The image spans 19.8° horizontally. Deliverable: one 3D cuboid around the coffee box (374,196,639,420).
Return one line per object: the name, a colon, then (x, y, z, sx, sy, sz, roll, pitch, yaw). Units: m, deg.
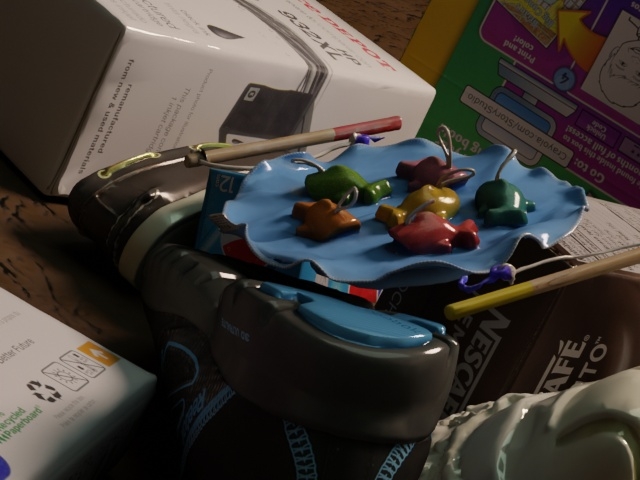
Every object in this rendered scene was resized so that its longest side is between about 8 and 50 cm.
coffee box: (0.172, 0.074, 1.086, 0.297, 0.168, 0.119, 10, 24, -41)

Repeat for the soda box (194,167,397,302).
soda box: (0.000, 0.000, 1.126, 0.071, 0.067, 0.210, 12, 3, 22)

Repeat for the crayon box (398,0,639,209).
crayon box: (0.253, -0.113, 1.471, 0.363, 0.313, 0.106, 35, 23, 21)

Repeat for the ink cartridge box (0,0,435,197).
ink cartridge box: (-0.106, -0.124, 1.291, 0.307, 0.129, 0.223, 6, 27, -48)

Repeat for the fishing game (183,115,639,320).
fishing game: (0.039, -0.026, 0.920, 0.189, 0.041, 0.264, -12, 23, -24)

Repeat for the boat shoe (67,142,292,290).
boat shoe: (-0.071, -0.028, 1.157, 0.069, 0.081, 0.228, 38, 23, 17)

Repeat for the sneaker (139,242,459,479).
sneaker: (-0.034, 0.082, 0.873, 0.125, 0.139, 0.341, 14, 1, -8)

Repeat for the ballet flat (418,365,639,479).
ballet flat: (0.186, 0.120, 0.804, 0.409, 0.147, 0.147, 11, 9, 30)

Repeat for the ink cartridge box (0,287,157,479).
ink cartridge box: (-0.253, 0.045, 0.735, 0.307, 0.072, 0.303, 27, 19, 7)
